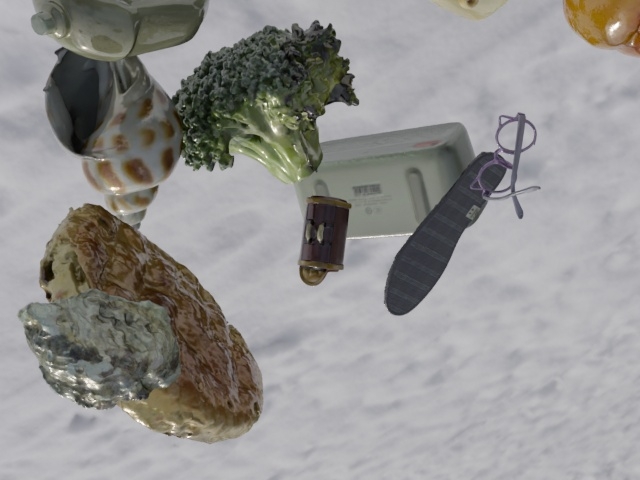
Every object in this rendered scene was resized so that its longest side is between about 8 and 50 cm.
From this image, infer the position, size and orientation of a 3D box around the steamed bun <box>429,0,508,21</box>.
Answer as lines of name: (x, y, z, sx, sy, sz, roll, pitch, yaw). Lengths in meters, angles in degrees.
steamed bun: (0.290, -0.513, 1.281, 0.200, 0.155, 0.250, 16, 127, -32)

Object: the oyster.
oyster: (-0.138, 0.069, 0.487, 0.100, 0.037, 0.098, -28, 107, -40)

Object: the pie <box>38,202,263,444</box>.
pie: (-0.192, 0.102, 0.875, 0.083, 0.339, 0.339, -40, 146, 7)

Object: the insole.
insole: (0.195, -0.007, 1.158, 0.110, 0.012, 0.309, 25, 107, -34)

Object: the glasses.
glasses: (0.248, -0.084, 0.959, 0.062, 0.104, 0.140, 13, 131, -4)

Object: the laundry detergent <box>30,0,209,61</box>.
laundry detergent: (-0.271, -0.308, 0.935, 0.253, 0.181, 0.091, -43, 168, -49)

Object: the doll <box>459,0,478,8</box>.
doll: (0.167, -0.450, 0.925, 0.271, 0.144, 0.208, 26, 97, -40)

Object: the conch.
conch: (-0.293, -0.150, 1.065, 0.182, 0.275, 0.149, -5, 173, -5)

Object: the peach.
peach: (0.309, -0.244, 0.709, 0.138, 0.138, 0.138, -23, 144, -17)

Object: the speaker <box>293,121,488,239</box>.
speaker: (0.138, -0.123, 1.567, 0.183, 0.406, 0.184, -47, 125, -48)

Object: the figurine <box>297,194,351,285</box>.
figurine: (-0.001, 0.001, 1.219, 0.082, 0.154, 0.098, 7, 177, 10)

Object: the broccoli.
broccoli: (-0.109, -0.247, 1.248, 0.334, 0.324, 0.272, -21, 147, 26)
